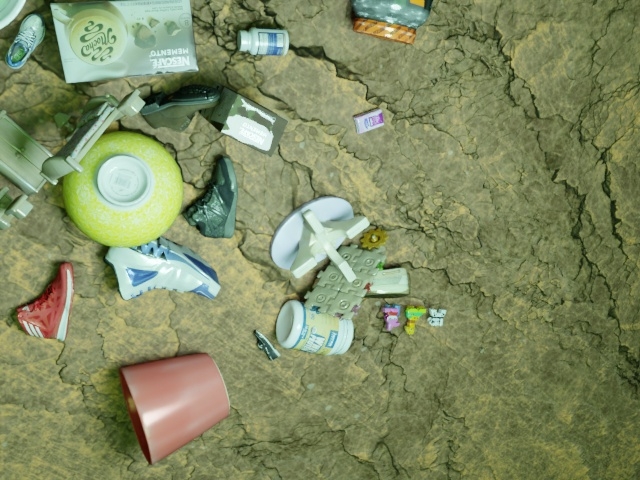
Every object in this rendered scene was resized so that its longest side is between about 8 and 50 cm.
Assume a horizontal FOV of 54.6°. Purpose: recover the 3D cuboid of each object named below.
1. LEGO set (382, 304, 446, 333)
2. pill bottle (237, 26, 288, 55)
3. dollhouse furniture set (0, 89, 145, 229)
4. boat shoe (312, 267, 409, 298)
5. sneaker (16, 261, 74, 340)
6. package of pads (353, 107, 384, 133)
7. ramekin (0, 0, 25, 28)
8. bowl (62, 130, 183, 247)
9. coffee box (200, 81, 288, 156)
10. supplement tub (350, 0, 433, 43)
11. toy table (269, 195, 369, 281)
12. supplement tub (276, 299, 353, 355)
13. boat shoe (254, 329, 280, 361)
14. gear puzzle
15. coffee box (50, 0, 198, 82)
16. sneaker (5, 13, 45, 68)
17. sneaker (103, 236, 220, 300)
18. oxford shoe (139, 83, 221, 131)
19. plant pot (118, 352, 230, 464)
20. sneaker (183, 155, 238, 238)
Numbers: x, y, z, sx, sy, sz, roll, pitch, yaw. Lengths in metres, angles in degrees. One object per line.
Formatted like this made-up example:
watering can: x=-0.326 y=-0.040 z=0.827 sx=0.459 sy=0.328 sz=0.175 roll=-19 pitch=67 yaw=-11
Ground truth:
LEGO set: x=0.285 y=0.260 z=2.004 sx=0.227 sy=0.087 sz=0.093 roll=4 pitch=93 yaw=-23
pill bottle: x=-0.145 y=-0.499 z=1.555 sx=0.120 sy=0.067 sz=0.067 roll=-4 pitch=111 yaw=-20
dollhouse furniture set: x=-0.597 y=-0.211 z=1.318 sx=0.174 sy=0.356 sz=0.303 roll=46 pitch=51 yaw=-30
boat shoe: x=0.122 y=0.123 z=1.890 sx=0.302 sy=0.109 sz=0.098 roll=1 pitch=75 yaw=-10
sneaker: x=-0.703 y=0.157 z=1.579 sx=0.128 sy=0.087 sz=0.221 roll=6 pitch=106 yaw=-25
package of pads: x=0.136 y=-0.337 z=1.749 sx=0.083 sy=0.032 sz=0.050 roll=-22 pitch=119 yaw=-13
ramekin: x=-0.738 y=-0.561 z=1.260 sx=0.277 sy=0.135 sz=0.277 roll=-8 pitch=113 yaw=-19
bowl: x=-0.464 y=-0.131 z=1.465 sx=0.290 sy=0.156 sz=0.289 roll=1 pitch=85 yaw=-17
coffee box: x=-0.191 y=-0.299 z=1.512 sx=0.141 sy=0.246 sz=0.098 roll=23 pitch=100 yaw=-27
supplement tub: x=0.195 y=-0.677 z=1.542 sx=0.207 sy=0.207 sz=0.338 roll=5 pitch=108 yaw=-23
toy table: x=0.000 y=0.000 z=1.753 sx=0.274 sy=0.161 sz=0.252 roll=-47 pitch=119 yaw=-1
supplement tub: x=-0.018 y=0.265 z=1.856 sx=0.200 sy=0.144 sz=0.144 roll=15 pitch=104 yaw=-25
boat shoe: x=-0.168 y=0.320 z=1.876 sx=0.038 sy=0.046 sz=0.125 roll=-40 pitch=127 yaw=-8
gear puzzle: x=0.095 y=0.091 z=1.808 sx=0.339 sy=0.175 sz=0.044 roll=-57 pitch=142 yaw=-29
coffee box: x=-0.443 y=-0.463 z=1.422 sx=0.297 sy=0.119 sz=0.168 roll=-10 pitch=112 yaw=-18
sneaker: x=-0.656 y=-0.441 z=1.382 sx=0.052 sy=0.058 sz=0.135 roll=27 pitch=98 yaw=-28
sneaker: x=-0.439 y=0.088 z=1.646 sx=0.315 sy=0.127 sz=0.182 roll=33 pitch=99 yaw=-21
oxford shoe: x=-0.329 y=-0.318 z=1.504 sx=0.227 sy=0.083 sz=0.096 roll=-4 pitch=129 yaw=28
plant pot: x=-0.400 y=0.442 z=1.722 sx=0.243 sy=0.275 sz=0.275 roll=-18 pitch=116 yaw=-25
sneaker: x=-0.290 y=-0.110 z=1.637 sx=0.130 sy=0.087 sz=0.227 roll=-4 pitch=116 yaw=-27
